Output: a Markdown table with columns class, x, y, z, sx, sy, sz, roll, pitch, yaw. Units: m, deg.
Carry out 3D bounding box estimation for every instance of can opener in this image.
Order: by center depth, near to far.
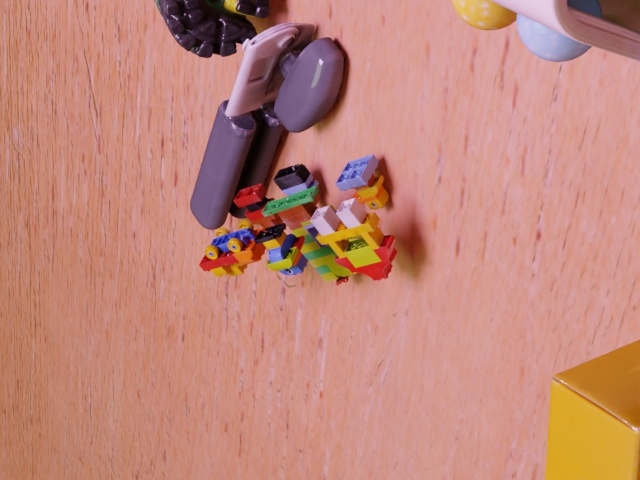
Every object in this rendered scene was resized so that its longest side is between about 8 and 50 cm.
| class | x | y | z | sx | sy | sz | roll | pitch | yaw |
| --- | --- | --- | --- | --- | --- | --- | --- | --- | --- |
| can opener | -0.060 | -0.100 | 1.503 | 0.093 | 0.074 | 0.280 | 57 | 146 | 21 |

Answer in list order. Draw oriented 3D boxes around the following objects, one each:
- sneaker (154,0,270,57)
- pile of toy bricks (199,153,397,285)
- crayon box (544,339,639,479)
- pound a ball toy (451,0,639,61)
| class | x | y | z | sx | sy | sz | roll | pitch | yaw |
| --- | --- | --- | --- | --- | --- | --- | --- | --- | --- |
| sneaker | -0.124 | -0.346 | 1.421 | 0.146 | 0.134 | 0.344 | 43 | 135 | 52 |
| pile of toy bricks | 0.000 | 0.000 | 1.455 | 0.212 | 0.118 | 0.105 | -15 | 123 | 41 |
| crayon box | 0.245 | 0.167 | 1.042 | 0.083 | 0.203 | 0.323 | 32 | 131 | 46 |
| pound a ball toy | 0.083 | -0.219 | 1.038 | 0.319 | 0.208 | 0.136 | 38 | 112 | 52 |
